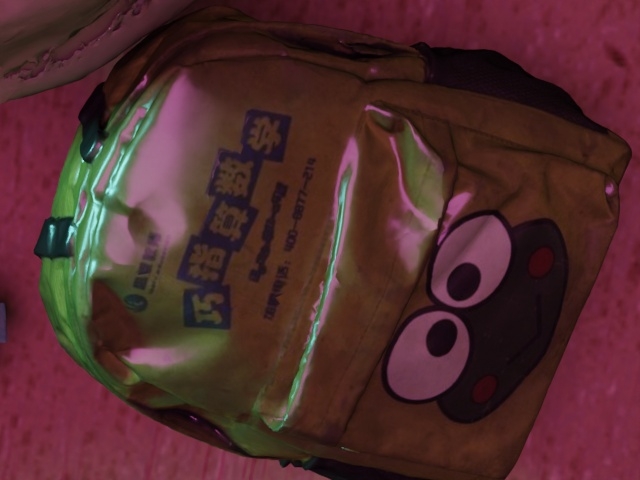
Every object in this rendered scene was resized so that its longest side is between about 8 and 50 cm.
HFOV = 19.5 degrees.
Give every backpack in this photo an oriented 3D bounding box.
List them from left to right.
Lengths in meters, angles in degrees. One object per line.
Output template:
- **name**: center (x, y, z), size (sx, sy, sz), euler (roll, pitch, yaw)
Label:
- **backpack**: center (0.000, 0.000, 0.822), size (0.253, 0.140, 0.207), euler (15, 100, -30)

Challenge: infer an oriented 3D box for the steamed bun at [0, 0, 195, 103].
- **steamed bun**: center (-0.178, -0.218, 0.767), size (0.352, 0.247, 0.339), euler (46, 58, 2)

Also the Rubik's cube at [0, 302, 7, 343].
- **Rubik's cube**: center (-0.192, 0.049, 0.900), size (0.073, 0.075, 0.084), euler (39, 99, -2)
